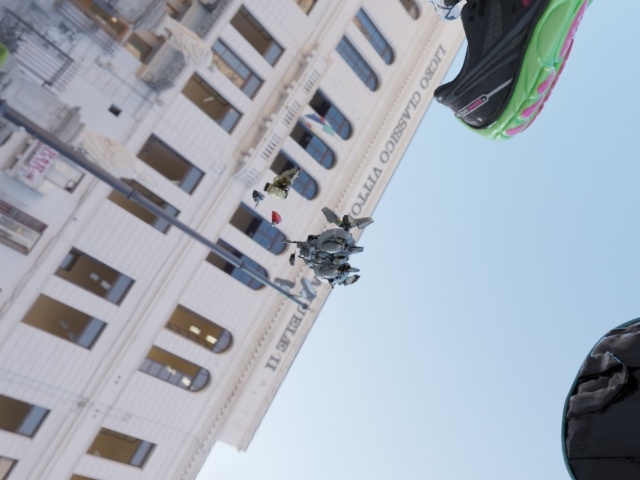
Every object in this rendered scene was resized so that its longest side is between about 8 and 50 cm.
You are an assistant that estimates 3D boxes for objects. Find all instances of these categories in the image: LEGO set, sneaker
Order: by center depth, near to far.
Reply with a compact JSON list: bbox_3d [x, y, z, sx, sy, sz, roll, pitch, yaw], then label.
[{"bbox_3d":[-0.003,0.001,0.253,0.054,0.083,0.023,-46,-156,30],"label":"LEGO set"},{"bbox_3d":[0.284,-0.380,0.650,0.202,0.185,0.482,29,-57,21],"label":"sneaker"},{"bbox_3d":[0.214,-0.409,0.797,0.044,0.109,0.040,6,-95,43],"label":"sneaker"}]

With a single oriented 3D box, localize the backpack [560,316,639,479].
[{"bbox_3d":[0.243,0.120,0.252,0.188,0.144,0.166,-8,-140,51],"label":"backpack"}]
